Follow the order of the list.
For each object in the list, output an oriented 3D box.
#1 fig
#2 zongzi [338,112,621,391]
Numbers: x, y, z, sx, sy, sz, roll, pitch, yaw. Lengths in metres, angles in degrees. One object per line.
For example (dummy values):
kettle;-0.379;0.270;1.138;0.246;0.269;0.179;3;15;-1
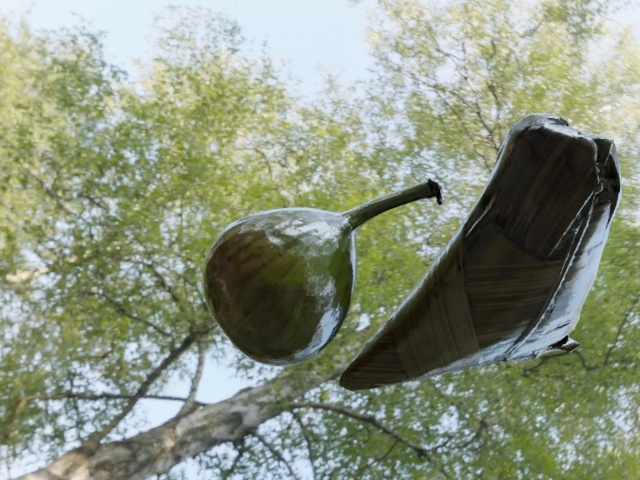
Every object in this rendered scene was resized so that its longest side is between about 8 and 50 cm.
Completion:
fig;0.000;0.000;0.700;0.259;0.151;0.151;-46;-116;-7
zongzi;0.154;0.027;0.732;0.134;0.288;0.286;-127;-150;-48
